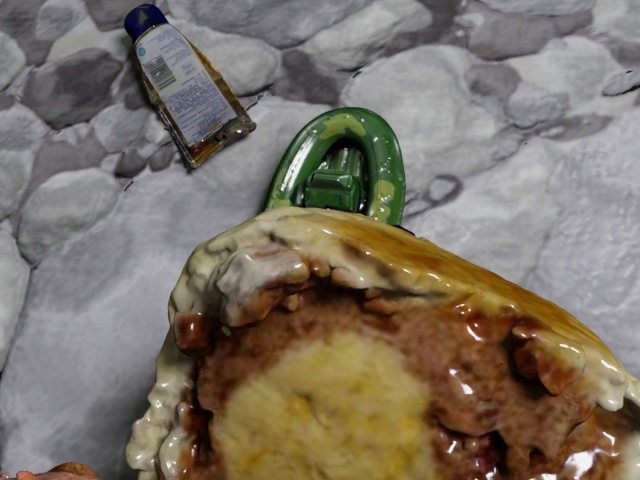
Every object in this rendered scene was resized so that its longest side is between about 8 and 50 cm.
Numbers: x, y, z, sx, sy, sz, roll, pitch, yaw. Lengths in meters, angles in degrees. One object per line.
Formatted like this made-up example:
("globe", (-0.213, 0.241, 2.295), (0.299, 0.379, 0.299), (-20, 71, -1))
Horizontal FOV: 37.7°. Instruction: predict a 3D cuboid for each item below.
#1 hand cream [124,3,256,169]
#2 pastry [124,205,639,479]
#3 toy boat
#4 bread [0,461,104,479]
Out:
("hand cream", (-0.111, -0.127, 0.759), (0.062, 0.039, 0.163), (-31, 64, -5))
("pastry", (0.036, 0.106, 0.505), (0.255, 0.170, 0.237), (26, 112, 9))
("toy boat", (0.000, 0.000, 0.642), (0.104, 0.052, 0.210), (7, 65, 22))
("bread", (-0.155, 0.203, 0.511), (0.160, 0.073, 0.161), (2, 93, 49))
